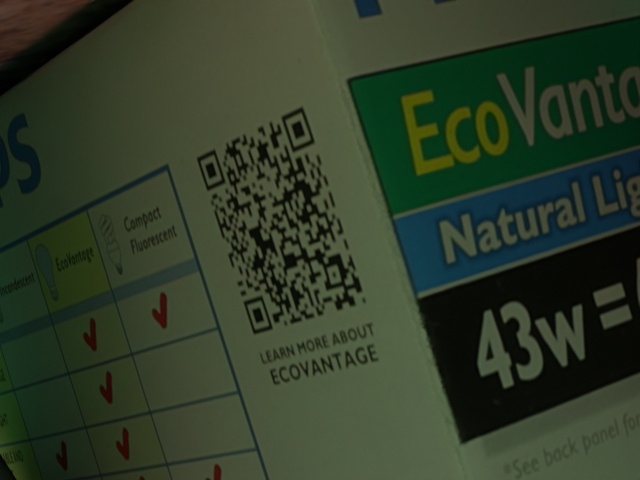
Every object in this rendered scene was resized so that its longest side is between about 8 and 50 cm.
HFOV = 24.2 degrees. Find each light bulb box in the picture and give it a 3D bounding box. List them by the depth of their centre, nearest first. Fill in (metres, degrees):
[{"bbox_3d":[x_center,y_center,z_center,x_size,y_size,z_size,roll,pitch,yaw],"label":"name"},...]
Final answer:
[{"bbox_3d":[0.031,0.083,0.597,0.225,0.361,0.358,-16,178,-36],"label":"light bulb box"}]

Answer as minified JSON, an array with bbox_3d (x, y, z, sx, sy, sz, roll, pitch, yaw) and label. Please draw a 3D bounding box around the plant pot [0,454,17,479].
[{"bbox_3d":[-0.201,0.134,0.496,0.247,0.248,0.252,-21,-144,1],"label":"plant pot"}]
